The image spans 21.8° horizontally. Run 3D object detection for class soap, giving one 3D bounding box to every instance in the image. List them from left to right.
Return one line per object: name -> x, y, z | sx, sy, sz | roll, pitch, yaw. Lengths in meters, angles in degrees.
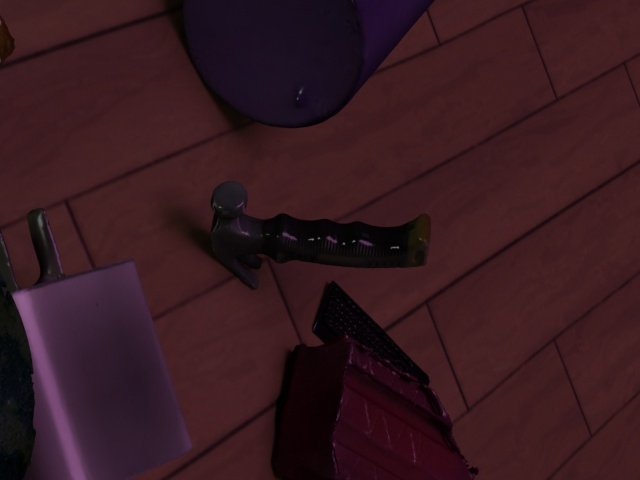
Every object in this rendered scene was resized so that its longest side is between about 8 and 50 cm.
soap -> 0.068, 0.227, 1.812 | 0.250, 0.099, 0.162 | 36, 50, -38

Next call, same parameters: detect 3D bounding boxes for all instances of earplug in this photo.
earplug -> 0.038, -0.313, 1.912 | 0.215, 0.215, 0.456 | 61, 35, -14

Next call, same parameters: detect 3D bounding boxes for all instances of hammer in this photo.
hammer -> 0.000, 0.000, 1.723 | 0.158, 0.227, 0.041 | 87, 6, -59

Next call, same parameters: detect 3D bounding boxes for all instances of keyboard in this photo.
keyboard -> 0.063, 0.131, 1.912 | 0.196, 0.015, 0.074 | 46, 45, -30

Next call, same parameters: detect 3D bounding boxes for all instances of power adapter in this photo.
power adapter -> -0.236, 0.099, 1.464 | 0.187, 0.124, 0.255 | -19, 90, -54

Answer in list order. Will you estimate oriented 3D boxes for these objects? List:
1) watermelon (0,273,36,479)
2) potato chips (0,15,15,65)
watermelon -> -0.311, 0.166, 1.229 | 0.222, 0.292, 0.319 | 28, 46, -38
potato chips -> -0.390, -0.076, 1.378 | 0.057, 0.080, 0.407 | 47, 43, -5
